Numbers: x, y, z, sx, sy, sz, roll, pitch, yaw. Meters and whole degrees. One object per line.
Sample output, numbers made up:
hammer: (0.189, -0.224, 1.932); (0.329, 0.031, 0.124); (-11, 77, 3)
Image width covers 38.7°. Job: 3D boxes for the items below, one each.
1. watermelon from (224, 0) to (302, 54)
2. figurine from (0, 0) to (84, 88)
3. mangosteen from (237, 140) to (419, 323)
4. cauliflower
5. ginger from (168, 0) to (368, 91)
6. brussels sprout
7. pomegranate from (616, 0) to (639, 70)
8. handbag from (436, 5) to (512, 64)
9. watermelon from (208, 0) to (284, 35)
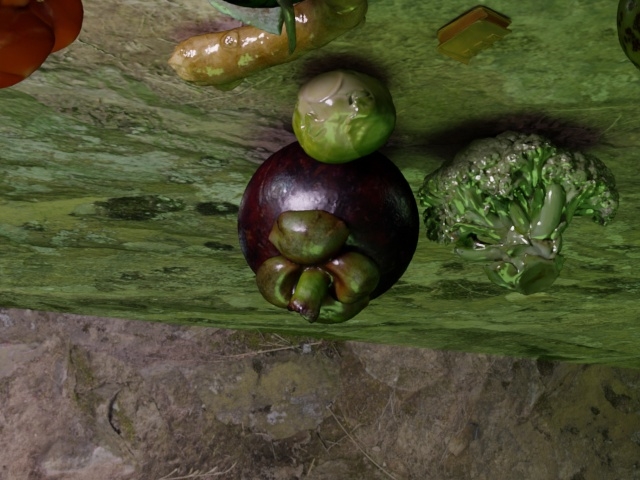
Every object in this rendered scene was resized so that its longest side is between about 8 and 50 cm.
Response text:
watermelon: (-0.052, -0.282, 0.764); (0.188, 0.214, 0.188); (-7, 157, -3)
figurine: (-0.331, -0.263, 0.569); (0.241, 0.411, 0.306); (-29, 162, 19)
mangosteen: (0.001, -0.011, 1.443); (0.301, 0.300, 0.300); (0, 162, 0)
cauliflower: (0.305, -0.041, 1.431); (0.272, 0.250, 0.275); (13, 153, -38)
ginger: (-0.060, -0.245, 1.110); (0.299, 0.065, 0.118); (-13, 171, 39)
brussels sprout: (0.029, -0.172, 1.253); (0.155, 0.117, 0.155); (-6, 142, -5)
pomegranate: (0.431, -0.250, 0.949); (0.222, 0.276, 0.203); (22, 125, 9)
handbag: (0.190, -0.256, 1.134); (0.061, 0.027, 0.083); (15, 156, -34)
watermelon: (-0.045, -0.285, 0.954); (0.158, 0.097, 0.121); (-18, 155, 34)
